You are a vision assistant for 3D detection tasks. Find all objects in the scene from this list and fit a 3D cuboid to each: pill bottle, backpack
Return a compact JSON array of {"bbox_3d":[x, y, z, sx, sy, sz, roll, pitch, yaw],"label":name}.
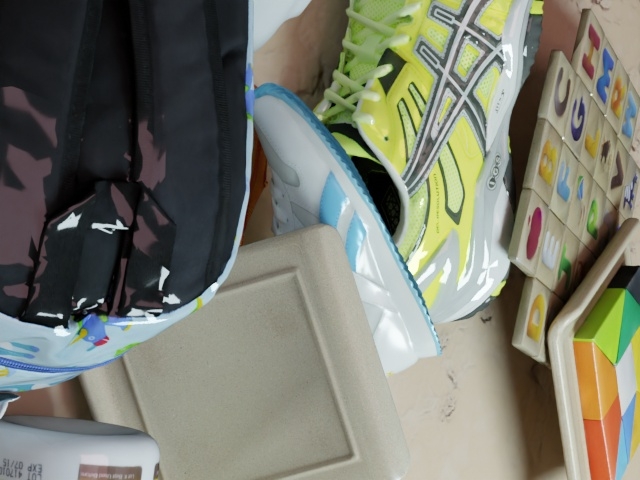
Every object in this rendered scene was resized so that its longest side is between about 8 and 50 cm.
[{"bbox_3d":[-0.169,0.221,0.876,0.117,0.117,0.215,10,85,-44],"label":"pill bottle"},{"bbox_3d":[-0.166,-0.096,0.775,0.290,0.273,0.356,7,56,-44],"label":"backpack"}]

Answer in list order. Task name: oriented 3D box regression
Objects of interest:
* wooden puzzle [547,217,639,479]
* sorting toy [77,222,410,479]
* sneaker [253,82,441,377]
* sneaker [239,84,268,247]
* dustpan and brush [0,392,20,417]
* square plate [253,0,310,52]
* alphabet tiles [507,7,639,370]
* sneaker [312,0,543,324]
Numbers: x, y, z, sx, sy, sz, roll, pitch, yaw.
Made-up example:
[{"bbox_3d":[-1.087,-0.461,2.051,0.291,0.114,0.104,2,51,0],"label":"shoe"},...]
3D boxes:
[{"bbox_3d":[0.264,0.126,1.277,0.221,0.044,0.239,-42,131,-54],"label":"wooden puzzle"},{"bbox_3d":[-0.056,0.096,0.951,0.047,0.196,0.348,-58,131,-82],"label":"sorting toy"},{"bbox_3d":[0.000,0.000,0.978,0.092,0.087,0.229,-26,104,5],"label":"sneaker"},{"bbox_3d":[-0.064,-0.030,1.001,0.067,0.064,0.175,17,83,-53],"label":"sneaker"},{"bbox_3d":[-0.277,0.127,0.784,0.211,0.147,0.060,-5,86,-18],"label":"dustpan and brush"},{"bbox_3d":[0.042,-0.291,0.909,0.049,0.344,0.347,28,71,-10],"label":"square plate"},{"bbox_3d":[0.230,-0.027,1.233,0.342,0.011,0.285,31,70,-63],"label":"alphabet tiles"},{"bbox_3d":[0.071,-0.123,1.069,0.147,0.145,0.385,-5,95,-44],"label":"sneaker"}]
